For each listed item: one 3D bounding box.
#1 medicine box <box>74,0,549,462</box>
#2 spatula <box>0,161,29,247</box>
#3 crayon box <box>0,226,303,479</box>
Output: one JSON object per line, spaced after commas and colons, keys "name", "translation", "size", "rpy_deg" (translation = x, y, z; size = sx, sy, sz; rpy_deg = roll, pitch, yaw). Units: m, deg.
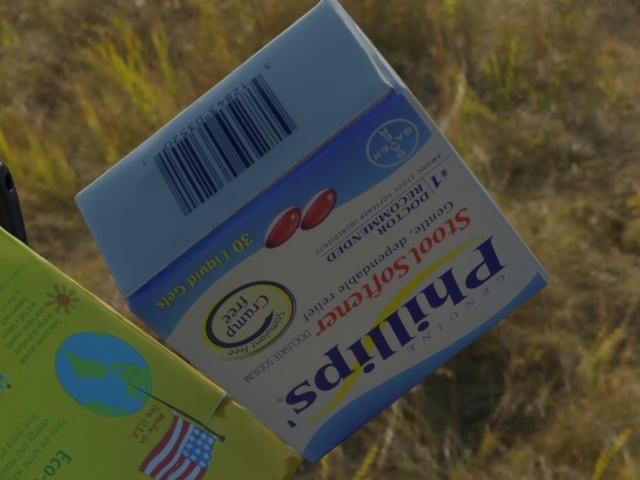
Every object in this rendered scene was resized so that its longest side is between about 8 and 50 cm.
{"name": "medicine box", "translation": [0.000, 0.000, 1.234], "size": [0.263, 0.289, 0.149], "rpy_deg": [-38, 44, 6]}
{"name": "spatula", "translation": [-0.266, 0.066, 1.340], "size": [0.030, 0.296, 0.084], "rpy_deg": [6, 28, 11]}
{"name": "crayon box", "translation": [-0.187, 0.091, 0.729], "size": [0.318, 0.081, 0.202], "rpy_deg": [37, 41, 0]}
